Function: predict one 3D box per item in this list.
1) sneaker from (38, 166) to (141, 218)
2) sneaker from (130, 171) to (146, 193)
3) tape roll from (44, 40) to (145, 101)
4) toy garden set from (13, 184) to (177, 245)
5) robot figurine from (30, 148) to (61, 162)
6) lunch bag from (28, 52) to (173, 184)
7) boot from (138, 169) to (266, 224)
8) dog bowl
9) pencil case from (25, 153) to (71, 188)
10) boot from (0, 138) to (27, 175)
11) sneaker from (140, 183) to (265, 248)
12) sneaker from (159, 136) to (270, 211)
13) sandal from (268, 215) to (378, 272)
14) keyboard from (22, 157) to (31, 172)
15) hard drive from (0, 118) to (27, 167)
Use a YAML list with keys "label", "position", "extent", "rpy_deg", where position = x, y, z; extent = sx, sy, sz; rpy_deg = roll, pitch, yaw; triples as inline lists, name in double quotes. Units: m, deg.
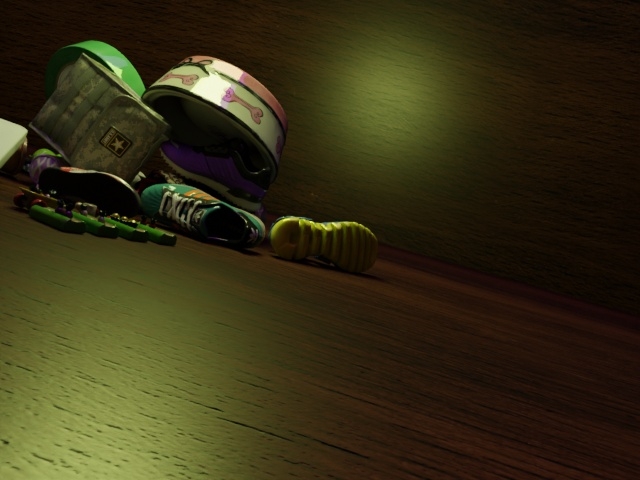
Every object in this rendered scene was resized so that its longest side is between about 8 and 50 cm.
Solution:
- label: "sneaker"
  position: [-0.486, -0.111, 1.587]
  extent: [0.269, 0.090, 0.145]
  rpy_deg: [14, 6, 20]
- label: "sneaker"
  position: [-0.582, -0.172, 2.121]
  extent: [0.111, 0.103, 0.252]
  rpy_deg: [32, -1, -3]
- label: "tape roll"
  position: [-0.627, -0.390, 1.966]
  extent: [0.321, 0.322, 0.077]
  rpy_deg: [17, 33, 22]
- label: "toy garden set"
  position: [-0.418, -0.051, 1.292]
  extent: [0.203, 0.049, 0.244]
  rpy_deg: [18, 5, 36]
- label: "robot figurine"
  position: [-0.770, -0.214, 1.990]
  extent: [0.115, 0.067, 0.101]
  rpy_deg: [40, 40, 12]
- label: "lunch bag"
  position: [-0.533, -0.275, 1.739]
  extent: [0.287, 0.235, 0.169]
  rpy_deg: [40, 4, 17]
- label: "boot"
  position: [-0.346, -0.113, 1.867]
  extent: [0.284, 0.138, 0.377]
  rpy_deg: [13, 13, -39]
- label: "dog bowl"
  position: [-0.266, -0.322, 1.878]
  extent: [0.407, 0.150, 0.408]
  rpy_deg: [24, -21, 10]
- label: "pencil case"
  position: [-0.655, -0.169, 1.787]
  extent: [0.086, 0.088, 0.206]
  rpy_deg: [5, 3, 10]
- label: "boot"
  position: [-0.895, -0.247, 1.792]
  extent: [0.283, 0.109, 0.220]
  rpy_deg: [16, 2, 43]
- label: "sneaker"
  position: [-0.274, -0.061, 1.574]
  extent: [0.301, 0.108, 0.121]
  rpy_deg: [17, 0, 6]
- label: "sneaker"
  position: [-0.250, -0.204, 1.750]
  extent: [0.293, 0.146, 0.102]
  rpy_deg: [29, 20, 0]
- label: "sandal"
  position: [0.000, 0.000, 1.721]
  extent: [0.317, 0.126, 0.138]
  rpy_deg: [15, 0, -30]
- label: "keyboard"
  position: [-0.953, -0.245, 2.160]
  extent: [0.317, 0.033, 0.201]
  rpy_deg: [18, 9, 24]
- label: "hard drive"
  position: [-0.768, -0.213, 1.453]
  extent: [0.232, 0.047, 0.353]
  rpy_deg: [20, 17, -17]
